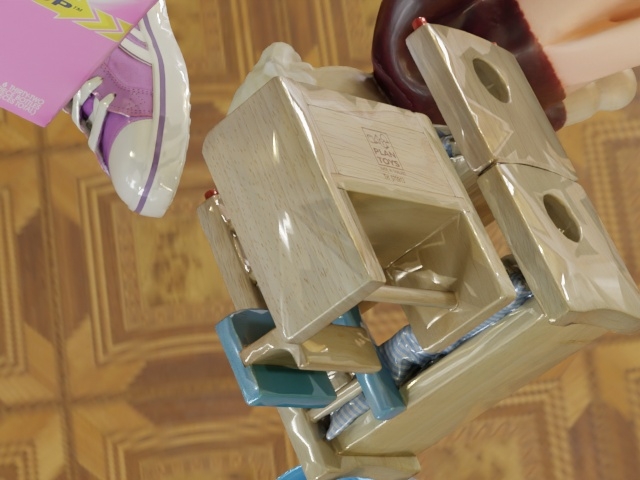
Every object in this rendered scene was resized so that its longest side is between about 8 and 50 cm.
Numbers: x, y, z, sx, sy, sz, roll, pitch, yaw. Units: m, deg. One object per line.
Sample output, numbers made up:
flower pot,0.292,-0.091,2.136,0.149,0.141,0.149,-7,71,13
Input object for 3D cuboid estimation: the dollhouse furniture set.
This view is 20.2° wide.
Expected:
dollhouse furniture set,0.000,0.000,0.640,0.129,0.183,0.129,-37,64,28

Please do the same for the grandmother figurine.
grandmother figurine,0.102,-0.098,0.862,0.342,0.208,0.104,-25,51,12

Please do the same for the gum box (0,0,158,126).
gum box,-0.071,-0.145,0.588,0.062,0.107,0.188,26,55,-20

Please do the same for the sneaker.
sneaker,-0.190,-0.131,1.326,0.161,0.102,0.282,3,47,-23

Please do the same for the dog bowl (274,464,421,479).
dog bowl,-0.009,0.245,0.998,0.297,0.074,0.166,-48,61,23
